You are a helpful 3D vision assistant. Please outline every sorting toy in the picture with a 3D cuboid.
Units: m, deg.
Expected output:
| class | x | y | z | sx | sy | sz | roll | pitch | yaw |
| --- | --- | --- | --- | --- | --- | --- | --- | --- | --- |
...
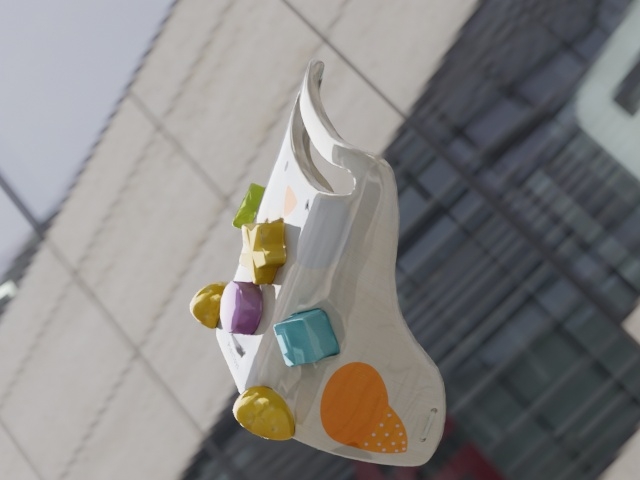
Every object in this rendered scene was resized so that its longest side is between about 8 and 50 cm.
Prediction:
| class | x | y | z | sx | sy | sz | roll | pitch | yaw |
| --- | --- | --- | --- | --- | --- | --- | --- | --- | --- |
| sorting toy | 0.000 | 0.000 | 0.441 | 0.045 | 0.083 | 0.075 | -3 | -54 | -21 |
